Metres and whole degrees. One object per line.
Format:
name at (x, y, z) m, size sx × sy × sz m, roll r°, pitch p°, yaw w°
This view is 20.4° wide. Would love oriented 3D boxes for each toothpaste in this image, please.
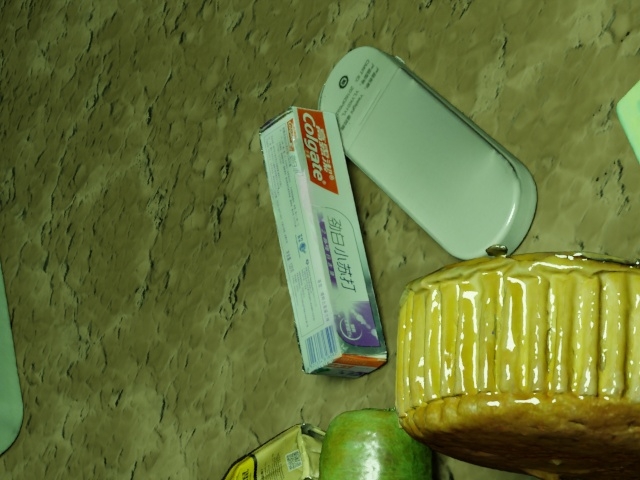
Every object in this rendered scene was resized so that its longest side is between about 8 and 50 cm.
toothpaste at (0.000, 0.000, 1.240) m, size 0.040 × 0.047 × 0.196 m, roll -40°, pitch 52°, yaw 45°

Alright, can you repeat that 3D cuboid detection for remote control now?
remote control at (0.069, -0.063, 1.225) m, size 0.077 × 0.022 × 0.245 m, roll -57°, pitch 40°, yaw 12°

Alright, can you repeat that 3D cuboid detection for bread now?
bread at (0.137, 0.074, 0.951) m, size 0.199 × 0.199 × 0.104 m, roll -13°, pitch 68°, yaw 46°

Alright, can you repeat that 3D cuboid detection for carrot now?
carrot at (0.024, 0.280, 1.089) m, size 0.074 × 0.074 × 0.359 m, roll -8°, pitch 73°, yaw 48°

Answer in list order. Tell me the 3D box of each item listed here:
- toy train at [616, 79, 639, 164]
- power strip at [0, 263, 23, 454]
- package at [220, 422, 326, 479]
toy train at (0.242, -0.182, 0.986) m, size 0.237 × 0.150 × 0.369 m, roll -48°, pitch 42°, yaw 33°
power strip at (-0.400, 0.131, 1.602) m, size 0.261 × 0.141 × 0.229 m, roll -40°, pitch 47°, yaw 28°
package at (-0.027, 0.171, 1.196) m, size 0.131 × 0.071 × 0.047 m, roll -37°, pitch 54°, yaw 36°
